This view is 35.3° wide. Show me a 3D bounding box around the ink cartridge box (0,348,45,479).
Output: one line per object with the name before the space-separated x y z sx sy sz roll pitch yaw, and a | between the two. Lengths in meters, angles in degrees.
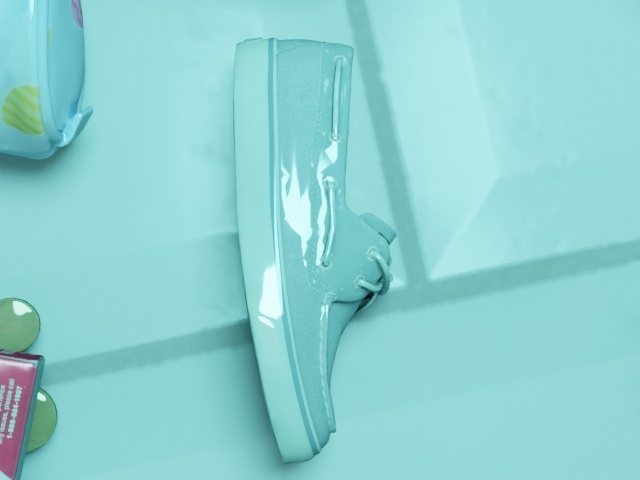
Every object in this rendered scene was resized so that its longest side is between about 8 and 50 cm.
ink cartridge box | -0.219 0.096 0.479 0.150 0.063 0.109 12 86 -11

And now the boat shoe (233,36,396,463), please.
boat shoe | 0.000 0.000 0.529 0.081 0.079 0.227 -5 81 0

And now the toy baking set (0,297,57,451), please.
toy baking set | -0.257 0.081 0.520 0.256 0.030 0.196 35 81 -9

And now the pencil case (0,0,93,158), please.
pencil case | -0.256 -0.103 0.507 0.273 0.113 0.124 -1 89 -4
